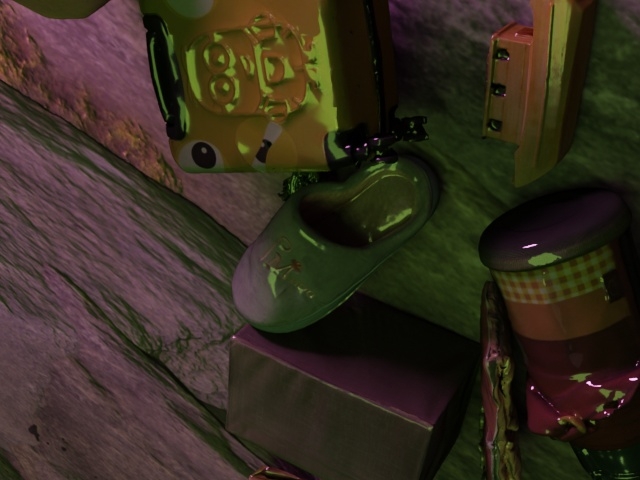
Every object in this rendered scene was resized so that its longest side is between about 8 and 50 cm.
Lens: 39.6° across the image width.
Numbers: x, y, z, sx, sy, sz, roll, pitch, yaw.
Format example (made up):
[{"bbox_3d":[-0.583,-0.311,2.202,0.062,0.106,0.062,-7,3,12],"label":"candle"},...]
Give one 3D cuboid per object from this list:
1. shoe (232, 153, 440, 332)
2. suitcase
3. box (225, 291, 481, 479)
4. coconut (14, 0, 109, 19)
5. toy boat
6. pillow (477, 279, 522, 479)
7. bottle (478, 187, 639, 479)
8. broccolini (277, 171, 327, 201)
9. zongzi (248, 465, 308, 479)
[{"bbox_3d":[0.000,0.000,0.873,0.251,0.100,0.103,-37,65,16],"label":"shoe"},{"bbox_3d":[-0.030,-0.160,0.776,0.235,0.143,0.193,2,110,29],"label":"suitcase"},{"bbox_3d":[0.034,0.165,0.972,0.231,0.149,0.155,21,128,21],"label":"box"},{"bbox_3d":[-0.231,-0.317,0.779,0.259,0.259,0.259,16,126,24],"label":"coconut"},{"bbox_3d":[0.179,-0.142,0.745,0.077,0.057,0.200,21,128,29],"label":"toy boat"},{"bbox_3d":[0.178,0.165,0.898,0.043,0.126,0.232,-3,121,8],"label":"pillow"},{"bbox_3d":[0.240,0.099,0.790,0.156,0.143,0.271,-24,105,-3],"label":"bottle"},{"bbox_3d":[0.006,-0.132,0.879,0.054,0.051,0.239,28,123,20],"label":"broccolini"},{"bbox_3d":[0.029,0.440,1.183,0.260,0.123,0.289,4,130,28],"label":"zongzi"}]
